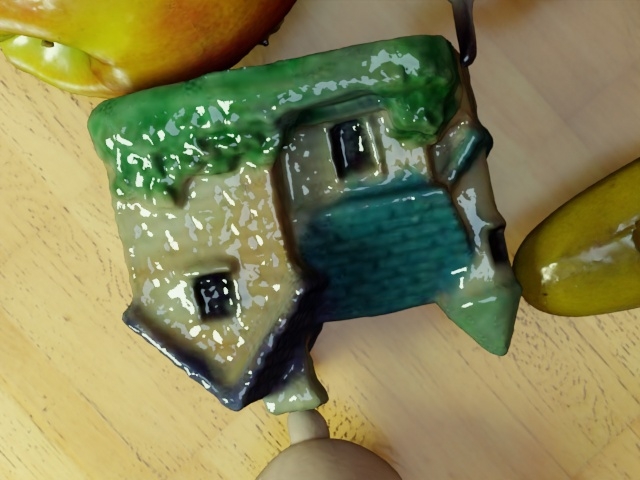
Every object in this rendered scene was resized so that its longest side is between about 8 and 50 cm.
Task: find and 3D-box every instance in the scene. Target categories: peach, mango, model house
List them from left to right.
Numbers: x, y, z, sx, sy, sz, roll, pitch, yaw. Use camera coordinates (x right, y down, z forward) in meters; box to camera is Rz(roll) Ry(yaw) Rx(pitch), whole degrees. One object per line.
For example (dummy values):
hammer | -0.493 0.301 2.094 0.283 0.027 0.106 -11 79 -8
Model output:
peach | -0.138 -0.321 1.142 0.306 0.242 0.380 9 75 16
model house | 0.000 0.000 1.178 0.312 0.245 0.280 -11 89 9
mango | 0.291 -0.010 1.232 0.262 0.167 0.130 -26 79 3

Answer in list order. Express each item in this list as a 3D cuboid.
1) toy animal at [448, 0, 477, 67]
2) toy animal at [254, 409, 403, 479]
toy animal | 0.210 -0.260 1.199 0.324 0.090 0.195 -15 62 -28
toy animal | 0.031 0.296 1.211 0.221 0.210 0.229 13 126 6
